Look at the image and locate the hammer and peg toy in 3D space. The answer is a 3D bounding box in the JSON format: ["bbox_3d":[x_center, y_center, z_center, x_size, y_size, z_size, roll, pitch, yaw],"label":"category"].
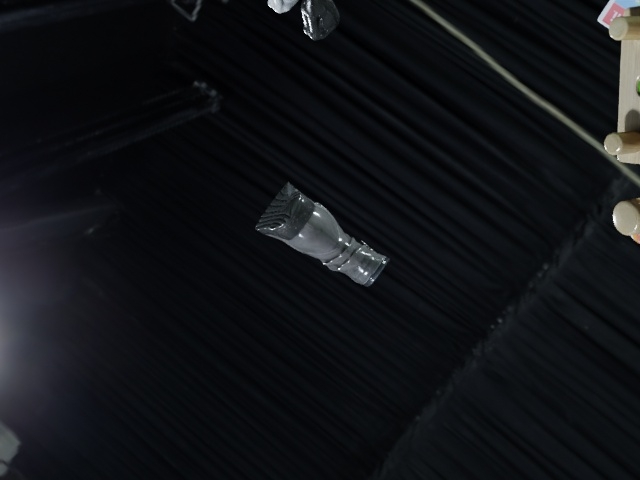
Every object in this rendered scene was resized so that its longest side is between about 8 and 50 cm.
[{"bbox_3d":[0.569,-0.181,1.104,0.128,0.266,0.361,-9,-77,-26],"label":"hammer and peg toy"}]

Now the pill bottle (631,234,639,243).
[{"bbox_3d":[0.655,0.002,1.256,0.121,0.216,0.121,-14,-54,-20],"label":"pill bottle"}]

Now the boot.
[{"bbox_3d":[0.000,0.000,1.413,0.118,0.223,0.338,-55,13,4],"label":"boot"}]

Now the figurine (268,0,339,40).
[{"bbox_3d":[-0.063,-0.601,1.688,0.092,0.215,0.209,-45,-22,-8],"label":"figurine"}]

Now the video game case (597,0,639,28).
[{"bbox_3d":[0.610,-0.429,1.168,0.025,0.204,0.285,-16,-37,-44],"label":"video game case"}]
